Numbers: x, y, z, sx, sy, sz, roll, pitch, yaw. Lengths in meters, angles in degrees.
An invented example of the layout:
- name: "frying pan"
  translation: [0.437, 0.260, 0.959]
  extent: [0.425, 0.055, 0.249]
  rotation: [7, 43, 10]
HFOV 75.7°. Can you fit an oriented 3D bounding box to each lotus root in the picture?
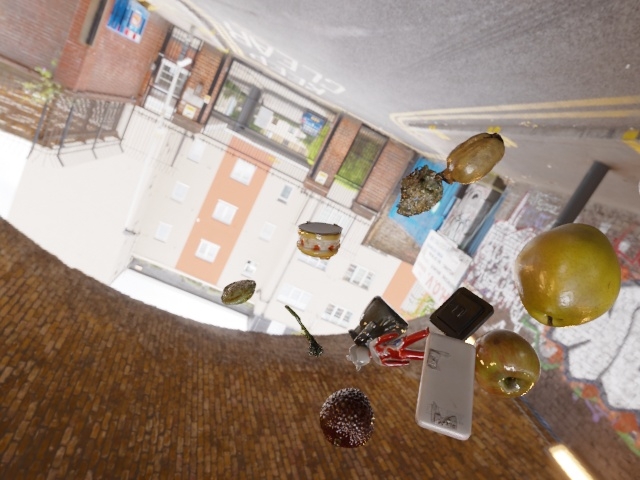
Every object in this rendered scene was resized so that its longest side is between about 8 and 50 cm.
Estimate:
- name: "lotus root"
  translation: [0.448, -0.236, 1.241]
  extent: [0.118, 0.221, 0.125]
  rotation: [44, -165, -25]

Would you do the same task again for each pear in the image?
- name: "pear"
  translation: [0.924, 0.126, 1.556]
  extent: [0.362, 0.418, 0.362]
  rotation: [30, 156, 15]

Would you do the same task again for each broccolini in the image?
- name: "broccolini"
  translation: [-0.078, 0.393, 1.767]
  extent: [0.271, 0.062, 0.123]
  rotation: [54, 174, -2]

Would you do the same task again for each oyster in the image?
- name: "oyster"
  translation: [0.456, -0.222, 1.940]
  extent: [0.198, 0.259, 0.092]
  rotation: [50, -161, 6]

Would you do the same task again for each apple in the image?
- name: "apple"
  translation: [0.734, 0.486, 1.667]
  extent: [0.264, 0.264, 0.264]
  rotation: [26, -167, -6]

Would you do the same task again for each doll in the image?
- name: "doll"
  translation: [0.293, 0.470, 1.747]
  extent: [0.099, 0.384, 0.188]
  rotation: [-75, -34, -60]

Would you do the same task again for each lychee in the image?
- name: "lychee"
  translation: [0.124, 0.850, 1.968]
  extent: [0.275, 0.276, 0.304]
  rotation: [30, -144, 10]

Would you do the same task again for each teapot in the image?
- name: "teapot"
  translation: [0.261, 0.439, 1.957]
  extent: [0.223, 0.285, 0.305]
  rotation: [43, -176, -10]

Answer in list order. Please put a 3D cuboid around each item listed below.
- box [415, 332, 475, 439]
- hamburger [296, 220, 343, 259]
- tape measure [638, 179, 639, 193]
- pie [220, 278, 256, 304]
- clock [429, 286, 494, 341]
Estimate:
- name: "box"
  translation: [0.351, 0.391, 1.143]
  extent: [0.142, 0.044, 0.285]
  rotation: [14, -133, 11]
- name: "hamburger"
  translation: [0.000, 0.000, 2.406]
  extent: [0.261, 0.186, 0.302]
  rotation: [15, -157, 25]
- name: "tape measure"
  translation: [1.082, -0.168, 1.253]
  extent: [0.182, 0.181, 0.107]
  rotation: [1, -164, 12]
- name: "pie"
  translation: [-0.435, 0.282, 2.237]
  extent: [0.201, 0.090, 0.248]
  rotation: [-19, -163, -1]
- name: "clock"
  translation: [0.750, 0.394, 2.215]
  extent: [0.049, 0.279, 0.273]
  rotation: [47, 177, -29]
